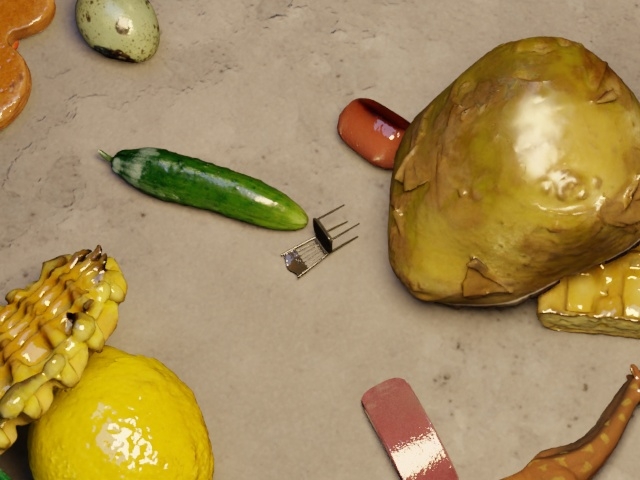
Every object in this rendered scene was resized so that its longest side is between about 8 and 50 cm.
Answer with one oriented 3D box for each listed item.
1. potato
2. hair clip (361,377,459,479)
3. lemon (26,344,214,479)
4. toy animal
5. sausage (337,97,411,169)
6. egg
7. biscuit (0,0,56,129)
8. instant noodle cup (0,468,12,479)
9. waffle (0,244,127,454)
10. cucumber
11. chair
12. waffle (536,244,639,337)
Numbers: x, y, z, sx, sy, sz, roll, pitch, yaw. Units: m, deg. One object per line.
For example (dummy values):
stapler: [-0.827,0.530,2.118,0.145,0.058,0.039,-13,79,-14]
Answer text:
potato: [0.176,-0.080,1.544,0.299,0.196,0.247,-25,51,18]
hair clip: [0.089,0.199,1.563,0.054,0.022,0.137,-24,66,-9]
lemon: [-0.191,0.203,1.505,0.193,0.180,0.180,39,74,8]
toy animal: [0.245,0.236,1.509,0.224,0.066,0.230,-6,60,3]
sausage: [0.062,-0.114,1.689,0.094,0.059,0.054,35,117,19]
egg: [-0.227,-0.246,1.761,0.085,0.085,0.110,-39,84,-12]
biscuit: [-0.408,-0.261,1.804,0.205,0.049,0.324,-19,65,-2]
instant noodle cup: [-0.360,0.349,1.451,0.232,0.207,0.207,-31,66,-1]
waffle: [-0.306,0.129,1.495,0.329,0.329,0.062,-46,111,-15]
cucumber: [-0.131,-0.061,1.684,0.250,0.056,0.056,16,68,11]
chair: [-0.001,0.000,1.651,0.086,0.042,0.037,-32,63,-10]
waffle: [0.360,0.021,1.599,0.274,0.057,0.168,4,65,7]
